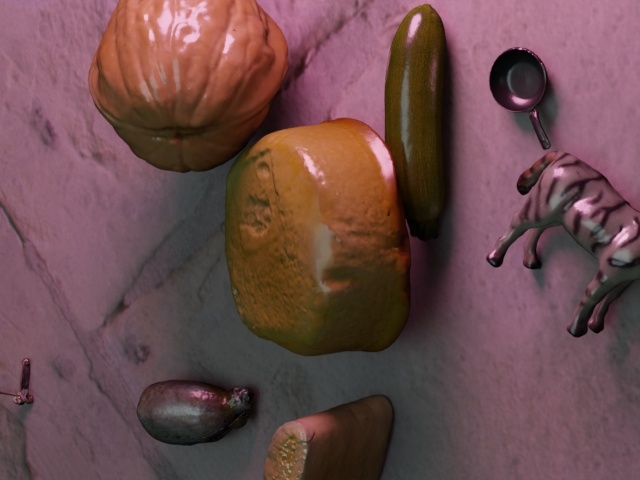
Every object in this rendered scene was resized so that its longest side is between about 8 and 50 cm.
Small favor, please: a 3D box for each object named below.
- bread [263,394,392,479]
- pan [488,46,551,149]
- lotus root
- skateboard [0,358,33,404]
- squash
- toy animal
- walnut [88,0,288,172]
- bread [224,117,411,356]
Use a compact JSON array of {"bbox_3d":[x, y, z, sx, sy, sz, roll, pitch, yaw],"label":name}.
[{"bbox_3d":[0.005,0.247,1.842,0.060,0.178,0.139,24,107,31],"label":"bread"},{"bbox_3d":[0.219,-0.147,1.729,0.068,0.023,0.115,-30,75,35],"label":"pan"},{"bbox_3d":[-0.155,0.209,2.021,0.165,0.088,0.088,-3,94,27],"label":"lotus root"},{"bbox_3d":[-0.429,0.191,2.254,0.083,0.032,0.064,1,86,35],"label":"skateboard"},{"bbox_3d":[0.103,-0.126,1.792,0.069,0.069,0.258,4,97,36],"label":"squash"},{"bbox_3d":[0.291,0.017,1.664,0.255,0.090,0.170,24,104,30],"label":"toy animal"},{"bbox_3d":[-0.146,-0.199,1.861,0.225,0.225,0.261,-35,33,34],"label":"walnut"},{"bbox_3d":[0.000,0.000,1.818,0.270,0.148,0.270,23,117,56],"label":"bread"}]
